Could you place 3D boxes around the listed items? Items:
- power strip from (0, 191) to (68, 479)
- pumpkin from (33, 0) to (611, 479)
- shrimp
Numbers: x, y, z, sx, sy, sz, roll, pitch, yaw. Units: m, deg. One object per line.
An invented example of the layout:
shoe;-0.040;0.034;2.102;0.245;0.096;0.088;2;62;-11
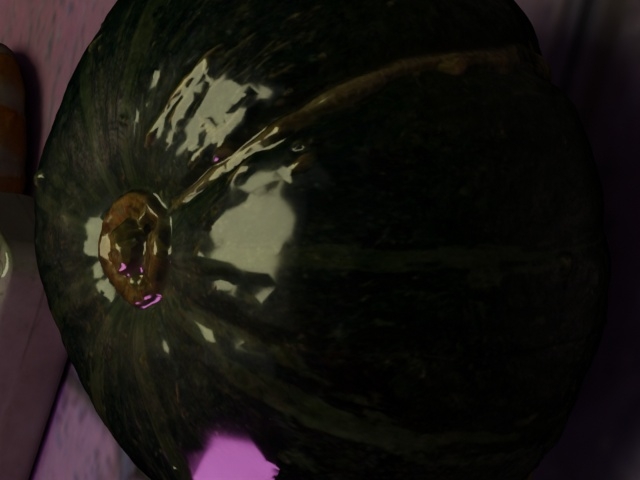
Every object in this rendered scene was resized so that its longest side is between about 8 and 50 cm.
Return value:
power strip;-0.196;0.118;0.858;0.093;0.053;0.288;46;121;53
pumpkin;-0.001;-0.001;0.465;0.190;0.146;0.190;-23;62;53
shrimp;-0.219;-0.039;0.955;0.166;0.049;0.161;-26;57;56
